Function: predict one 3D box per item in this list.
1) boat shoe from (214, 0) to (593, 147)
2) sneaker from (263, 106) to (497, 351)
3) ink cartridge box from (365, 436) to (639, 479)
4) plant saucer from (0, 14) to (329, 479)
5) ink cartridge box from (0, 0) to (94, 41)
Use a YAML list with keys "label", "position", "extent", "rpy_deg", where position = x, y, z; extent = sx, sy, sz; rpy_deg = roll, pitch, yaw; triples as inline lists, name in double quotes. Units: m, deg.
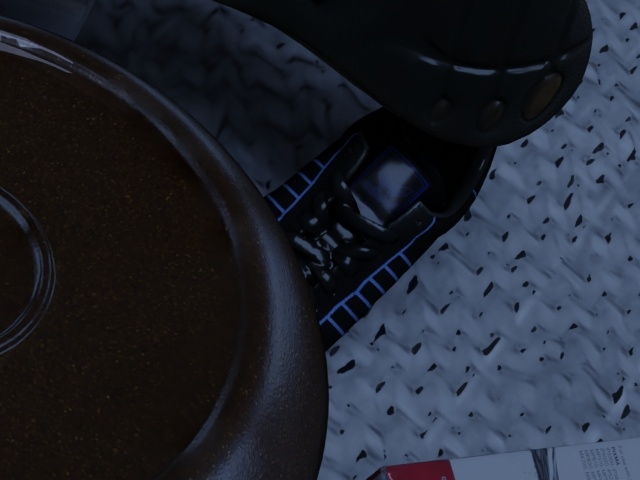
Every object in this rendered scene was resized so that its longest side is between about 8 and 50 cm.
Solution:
- label: "boat shoe"
  position: [-0.024, -0.162, 0.759]
  extent: [0.324, 0.122, 0.120]
  rpy_deg: [38, 15, -16]
- label: "sneaker"
  position: [0.000, 0.000, 0.796]
  extent: [0.081, 0.090, 0.232]
  rpy_deg: [44, 55, 2]
- label: "ink cartridge box"
  position: [0.074, 0.134, 0.753]
  extent: [0.135, 0.099, 0.056]
  rpy_deg: [-3, 65, -25]
- label: "plant saucer"
  position: [-0.139, 0.019, 0.591]
  extent: [0.310, 0.050, 0.311]
  rpy_deg: [11, 50, -14]
- label: "ink cartridge box"
  position: [-0.233, -0.192, 0.777]
  extent: [0.273, 0.115, 0.198]
  rpy_deg: [16, 59, -18]
